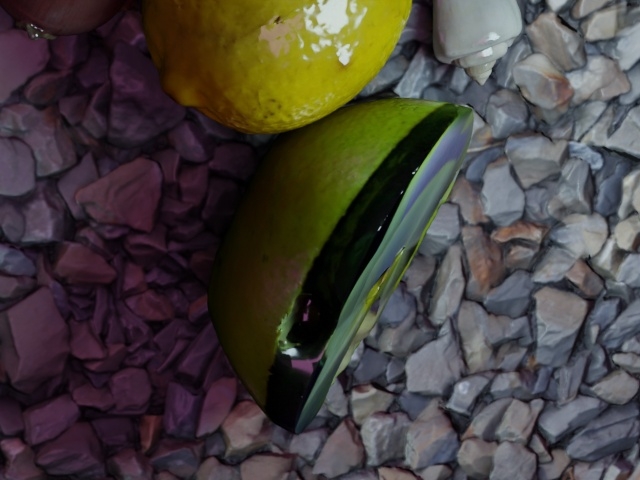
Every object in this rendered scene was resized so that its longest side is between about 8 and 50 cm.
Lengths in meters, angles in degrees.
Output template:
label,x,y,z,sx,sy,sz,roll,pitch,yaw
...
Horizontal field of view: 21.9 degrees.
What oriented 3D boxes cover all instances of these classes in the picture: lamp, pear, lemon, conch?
label,x,y,z,sx,sy,sz,roll,pitch,yaw
lamp,-0.267,-0.300,1.639,0.215,0.151,0.223,9,131,-21
pear,-0.002,-0.002,1.771,0.165,0.399,0.399,29,104,10
lemon,-0.044,-0.240,1.671,0.284,0.260,0.260,-19,116,-23
conch,0.168,-0.261,1.835,0.104,0.094,0.176,-13,88,4
